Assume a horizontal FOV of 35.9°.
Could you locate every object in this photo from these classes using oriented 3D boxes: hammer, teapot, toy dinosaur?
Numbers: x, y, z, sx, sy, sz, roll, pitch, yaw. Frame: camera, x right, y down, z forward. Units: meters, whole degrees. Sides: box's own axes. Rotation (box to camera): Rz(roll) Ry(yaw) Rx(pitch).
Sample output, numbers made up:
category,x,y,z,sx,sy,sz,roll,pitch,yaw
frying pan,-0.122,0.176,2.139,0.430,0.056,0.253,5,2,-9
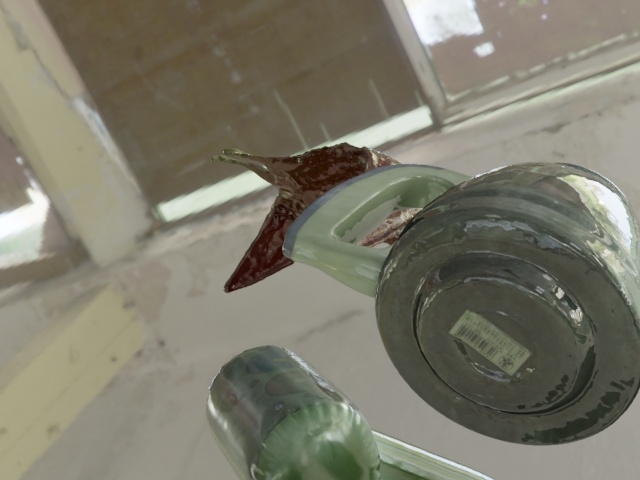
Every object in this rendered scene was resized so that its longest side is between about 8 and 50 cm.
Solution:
category,x,y,z,sx,sy,sz,roll,pitch,yaw
hammer,0.061,0.214,0.919,0.119,0.336,0.206,-62,-157,3
teapot,0.076,0.017,0.428,0.149,0.111,0.108,-8,-158,35
toy dinosaur,-0.010,-0.003,0.819,0.327,0.207,0.112,6,-113,48
